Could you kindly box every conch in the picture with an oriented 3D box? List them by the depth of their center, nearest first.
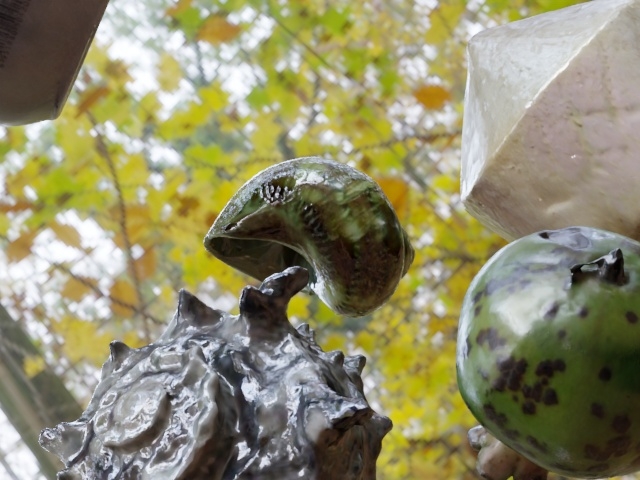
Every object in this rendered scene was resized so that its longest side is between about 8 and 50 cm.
[{"bbox_3d":[-0.077,0.168,0.964,0.186,0.241,0.313,35,-120,-74],"label":"conch"},{"bbox_3d":[0.002,-0.002,1.441,0.181,0.187,0.124,43,-122,-22],"label":"conch"}]

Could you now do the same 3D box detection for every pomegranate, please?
[{"bbox_3d":[0.113,0.064,0.685,0.122,0.122,0.161,-12,-36,-39],"label":"pomegranate"}]

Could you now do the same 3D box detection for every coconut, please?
[{"bbox_3d":[0.271,-0.101,1.445,0.329,0.329,0.329,-27,-39,-24],"label":"coconut"}]

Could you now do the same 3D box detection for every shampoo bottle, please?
[{"bbox_3d":[-0.325,-0.256,1.365,0.266,0.273,0.273,25,-69,-12],"label":"shampoo bottle"}]
